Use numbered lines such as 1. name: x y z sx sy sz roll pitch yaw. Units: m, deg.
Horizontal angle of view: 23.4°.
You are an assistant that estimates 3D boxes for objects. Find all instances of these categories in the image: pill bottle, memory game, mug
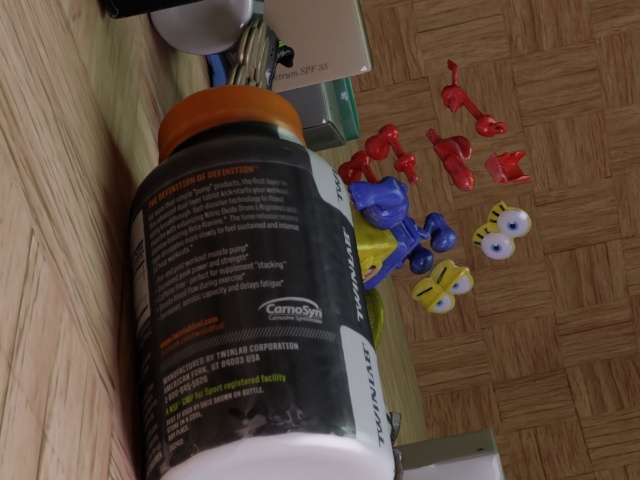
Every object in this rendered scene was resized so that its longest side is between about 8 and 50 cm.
1. pill bottle: -0.039 0.032 0.855 0.130 0.130 0.246 71 9 -56
2. pill bottle: -0.083 -0.181 1.179 0.137 0.078 0.078 -65 143 -82
3. memory game: -0.063 -0.071 1.129 0.186 0.012 0.186 12 90 -87
4. mug: -0.016 -0.188 1.856 0.129 0.097 0.158 -91 167 -63

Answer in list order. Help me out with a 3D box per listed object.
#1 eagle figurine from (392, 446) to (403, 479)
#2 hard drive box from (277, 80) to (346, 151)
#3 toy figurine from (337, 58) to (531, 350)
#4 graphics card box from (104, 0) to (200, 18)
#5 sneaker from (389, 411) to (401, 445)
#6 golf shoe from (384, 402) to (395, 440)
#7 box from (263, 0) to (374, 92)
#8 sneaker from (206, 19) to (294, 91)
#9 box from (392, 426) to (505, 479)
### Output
1. eagle figurine: 0.072 0.330 1.345 0.298 0.225 0.226 44 -26 -22
2. hard drive box: -0.044 -0.214 1.645 0.181 0.089 0.232 34 43 -83
3. toy figurine: 0.000 0.000 1.447 0.362 0.217 0.191 -46 -121 41
4. graphics card box: -0.031 -0.266 1.089 0.371 0.232 0.094 -89 167 -65
5. sneaker: 0.052 0.258 1.922 0.042 0.067 0.118 -98 -156 -62
6. golf shoe: 0.024 0.161 1.672 0.198 0.077 0.094 -107 170 -52
7. box: -0.051 -0.297 1.461 0.121 0.148 0.311 -72 148 -81
8. sneaker: -0.065 -0.176 1.378 0.067 0.078 0.188 -24 101 -85
9. box: 0.125 0.299 1.769 0.182 0.181 0.119 -25 103 -85
